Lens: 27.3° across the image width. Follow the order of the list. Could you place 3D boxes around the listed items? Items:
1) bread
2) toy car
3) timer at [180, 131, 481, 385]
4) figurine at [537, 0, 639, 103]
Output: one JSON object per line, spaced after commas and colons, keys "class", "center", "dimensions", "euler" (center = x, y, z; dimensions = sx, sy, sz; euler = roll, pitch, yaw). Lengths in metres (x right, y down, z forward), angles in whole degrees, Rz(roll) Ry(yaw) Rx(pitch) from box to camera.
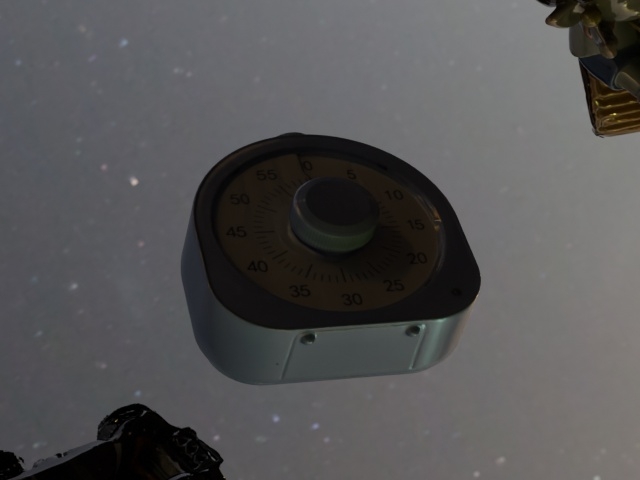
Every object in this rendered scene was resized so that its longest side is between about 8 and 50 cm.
{"class": "bread", "center": [0.315, -0.200, 1.351], "dimensions": [0.199, 0.104, 0.199], "euler": [-8, -90, -78]}
{"class": "toy car", "center": [-0.237, 0.278, 1.317], "dimensions": [0.301, 0.118, 0.193], "euler": [-20, -138, -25]}
{"class": "timer", "center": [0.000, 0.000, 1.747], "dimensions": [0.395, 0.173, 0.395], "euler": [7, -133, -7]}
{"class": "figurine", "center": [0.225, -0.223, 0.986], "dimensions": [0.275, 0.158, 0.161], "euler": [42, -121, -46]}
